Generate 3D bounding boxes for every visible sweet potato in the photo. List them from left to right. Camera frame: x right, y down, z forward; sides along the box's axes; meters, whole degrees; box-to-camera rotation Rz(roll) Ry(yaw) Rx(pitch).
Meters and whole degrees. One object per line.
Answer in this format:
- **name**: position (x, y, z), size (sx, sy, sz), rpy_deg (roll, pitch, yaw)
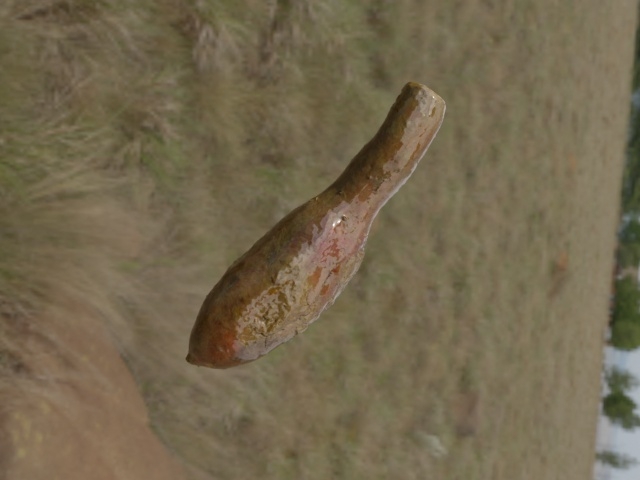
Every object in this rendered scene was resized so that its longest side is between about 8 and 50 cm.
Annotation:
- **sweet potato**: position (0.000, 0.000, 1.082), size (0.385, 0.109, 0.109), rpy_deg (-47, 163, 6)
